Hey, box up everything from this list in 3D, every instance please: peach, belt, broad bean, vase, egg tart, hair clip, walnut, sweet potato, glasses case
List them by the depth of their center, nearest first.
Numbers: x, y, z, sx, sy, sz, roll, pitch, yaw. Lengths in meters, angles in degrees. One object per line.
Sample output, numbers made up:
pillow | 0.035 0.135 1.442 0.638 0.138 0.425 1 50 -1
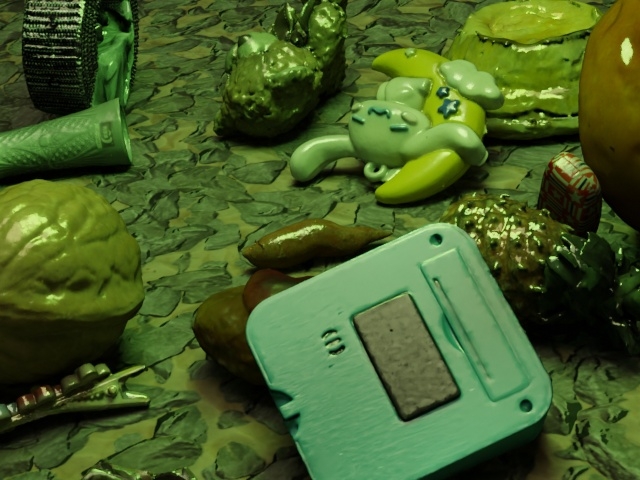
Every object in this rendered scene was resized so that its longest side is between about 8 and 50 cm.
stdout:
hair clip | -0.284 0.169 1.523 0.214 0.062 0.056 -12 72 -12
broad bean | -0.027 0.092 1.539 0.229 0.122 0.156 14 36 25
walnut | -0.308 0.044 1.568 0.225 0.225 0.261 4 9 18
peach | 0.460 -0.139 1.619 0.302 0.342 0.343 -3 29 29
glasses case | 0.284 -0.035 1.634 0.049 0.194 0.073 -38 69 -14
sweet potato | 0.000 0.000 1.760 0.195 0.056 0.056 -7 30 -8
vase | -0.380 -0.133 2.027 0.219 0.096 0.096 -11 30 -2
egg tart | 0.310 -0.263 2.071 0.345 0.132 0.345 -5 28 3
belt | -0.348 -0.307 2.138 0.122 0.260 0.325 2 23 6

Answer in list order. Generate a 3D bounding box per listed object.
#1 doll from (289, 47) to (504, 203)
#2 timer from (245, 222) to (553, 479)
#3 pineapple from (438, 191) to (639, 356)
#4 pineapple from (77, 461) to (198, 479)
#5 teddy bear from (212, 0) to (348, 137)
doll | 0.111 -0.151 1.909 0.252 0.111 0.237 19 73 28
timer | 0.075 0.129 1.418 0.250 0.091 0.232 -22 67 -9
pineapple | 0.264 0.043 1.537 0.310 0.170 0.141 20 67 32
pineapple | -0.146 0.253 1.069 0.263 0.271 0.262 -1 55 2
teddy bear | -0.057 -0.248 2.094 0.267 0.156 0.256 -35 8 40
